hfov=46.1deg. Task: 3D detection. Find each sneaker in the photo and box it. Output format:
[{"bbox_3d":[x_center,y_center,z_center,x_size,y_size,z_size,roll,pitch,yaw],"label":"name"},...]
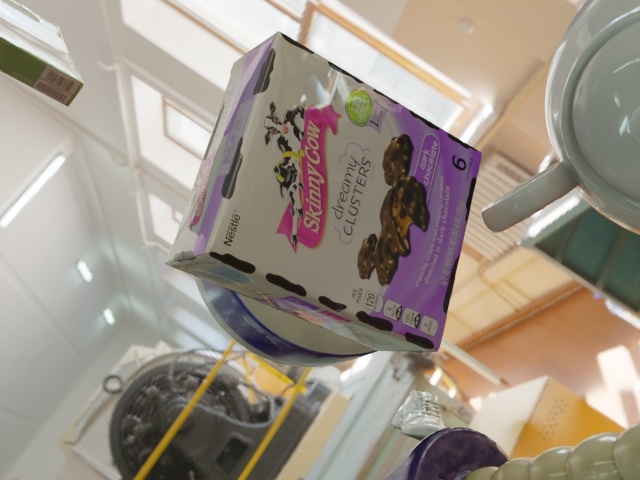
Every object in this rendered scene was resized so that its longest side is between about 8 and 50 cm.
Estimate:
[{"bbox_3d":[0.130,0.225,0.966,0.152,0.054,0.061,166,127,-79],"label":"sneaker"}]

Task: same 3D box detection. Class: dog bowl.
[{"bbox_3d":[0.000,0.000,0.807,0.265,0.265,0.104,-55,9,-23],"label":"dog bowl"}]

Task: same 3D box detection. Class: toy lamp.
[{"bbox_3d":[0.113,0.102,0.327,0.275,0.080,0.080,-38,12,50],"label":"toy lamp"}]

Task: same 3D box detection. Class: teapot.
[{"bbox_3d":[0.266,-0.097,0.555,0.187,0.253,0.255,-27,-50,-46],"label":"teapot"}]

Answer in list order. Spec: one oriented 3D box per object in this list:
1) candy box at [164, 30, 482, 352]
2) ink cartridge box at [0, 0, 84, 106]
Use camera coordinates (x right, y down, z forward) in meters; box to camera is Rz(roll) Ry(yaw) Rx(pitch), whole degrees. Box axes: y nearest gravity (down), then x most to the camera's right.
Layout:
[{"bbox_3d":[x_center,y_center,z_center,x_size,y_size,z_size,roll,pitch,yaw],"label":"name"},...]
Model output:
[{"bbox_3d":[0.011,-0.026,0.544,0.070,0.196,0.164,-11,59,56],"label":"candy box"},{"bbox_3d":[-0.502,-0.334,1.258,0.171,0.235,0.056,27,-72,-43],"label":"ink cartridge box"}]
